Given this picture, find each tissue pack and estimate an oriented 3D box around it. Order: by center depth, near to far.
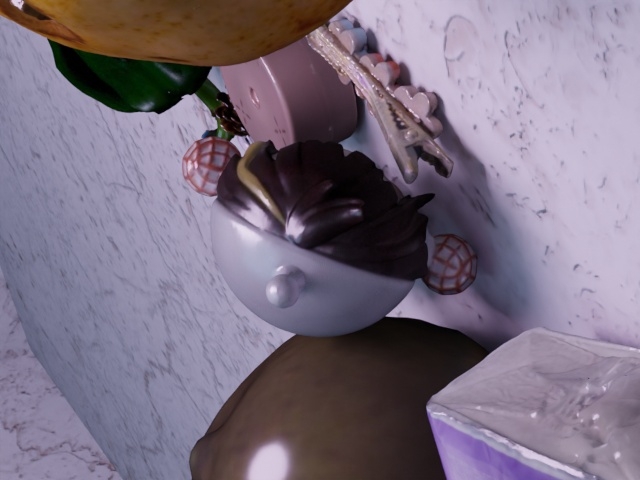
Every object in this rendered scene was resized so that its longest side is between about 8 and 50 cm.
[{"bbox_3d":[0.240,0.249,1.197,0.242,0.160,0.338,18,133,50],"label":"tissue pack"}]

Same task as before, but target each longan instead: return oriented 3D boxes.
[{"bbox_3d":[0.036,0.230,1.427,0.361,0.361,0.361,51,158,29],"label":"longan"}]

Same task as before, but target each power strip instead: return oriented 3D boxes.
[{"bbox_3d":[-0.033,-0.154,1.480,0.154,0.078,0.154,54,160,30],"label":"power strip"}]

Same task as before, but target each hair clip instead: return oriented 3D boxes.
[{"bbox_3d":[0.055,-0.128,1.341,0.214,0.056,0.062,59,150,36],"label":"hair clip"}]

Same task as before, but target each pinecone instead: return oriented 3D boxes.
[{"bbox_3d":[-0.068,-0.145,1.601,0.077,0.077,0.083,52,135,27],"label":"pinecone"}]

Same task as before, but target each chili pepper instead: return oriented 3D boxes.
[{"bbox_3d":[-0.174,-0.206,1.652,0.261,0.165,0.174,33,156,-31],"label":"chili pepper"}]

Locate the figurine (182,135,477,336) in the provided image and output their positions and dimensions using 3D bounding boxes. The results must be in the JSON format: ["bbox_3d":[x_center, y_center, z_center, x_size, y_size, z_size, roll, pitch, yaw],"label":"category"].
[{"bbox_3d":[0.000,0.000,1.392,0.281,0.167,0.370,22,179,3],"label":"figurine"}]

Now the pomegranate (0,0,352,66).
[{"bbox_3d":[-0.094,-0.314,1.008,0.411,0.411,0.411,51,158,29],"label":"pomegranate"}]

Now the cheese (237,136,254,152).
[{"bbox_3d":[-0.026,-0.033,1.659,0.227,0.064,0.137,57,159,18],"label":"cheese"}]
